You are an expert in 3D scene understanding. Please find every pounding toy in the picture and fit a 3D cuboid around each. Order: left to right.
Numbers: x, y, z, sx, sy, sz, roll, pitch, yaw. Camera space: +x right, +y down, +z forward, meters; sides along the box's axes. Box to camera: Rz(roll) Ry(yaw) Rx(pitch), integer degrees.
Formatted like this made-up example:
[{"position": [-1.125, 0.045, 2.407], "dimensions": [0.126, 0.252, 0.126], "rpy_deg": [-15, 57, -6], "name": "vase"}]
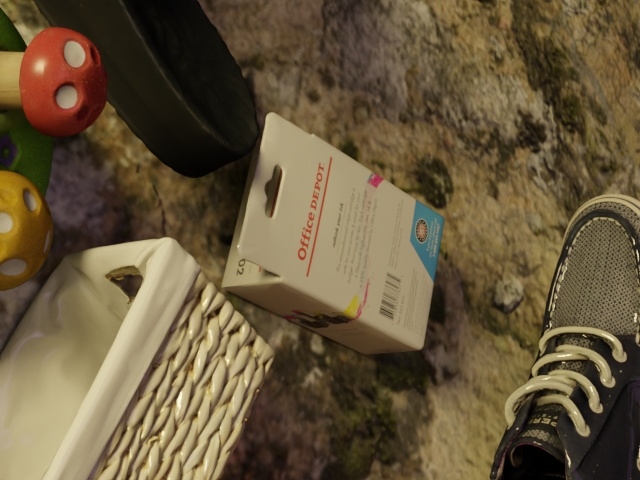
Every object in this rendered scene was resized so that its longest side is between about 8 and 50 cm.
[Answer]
[{"position": [-0.172, -0.034, 0.500], "dimensions": [0.237, 0.110, 0.183], "rpy_deg": [-37, 129, -60], "name": "pounding toy"}]

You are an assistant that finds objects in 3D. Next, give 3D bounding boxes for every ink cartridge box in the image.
[{"position": [0.000, 0.000, 0.751], "dimensions": [0.181, 0.061, 0.104], "rpy_deg": [29, 63, -39], "name": "ink cartridge box"}]

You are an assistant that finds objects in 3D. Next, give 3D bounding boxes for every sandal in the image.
[{"position": [-0.148, -0.231, 0.583], "dimensions": [0.446, 0.107, 0.167], "rpy_deg": [52, 20, -31], "name": "sandal"}]

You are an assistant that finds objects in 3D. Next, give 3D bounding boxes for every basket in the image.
[{"position": [-0.112, 0.097, 0.592], "dimensions": [0.103, 0.113, 0.167], "rpy_deg": [44, 56, -33], "name": "basket"}]

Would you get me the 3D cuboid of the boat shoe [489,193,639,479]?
[{"position": [0.216, 0.119, 0.892], "dimensions": [0.158, 0.127, 0.340], "rpy_deg": [14, 74, -50], "name": "boat shoe"}]
